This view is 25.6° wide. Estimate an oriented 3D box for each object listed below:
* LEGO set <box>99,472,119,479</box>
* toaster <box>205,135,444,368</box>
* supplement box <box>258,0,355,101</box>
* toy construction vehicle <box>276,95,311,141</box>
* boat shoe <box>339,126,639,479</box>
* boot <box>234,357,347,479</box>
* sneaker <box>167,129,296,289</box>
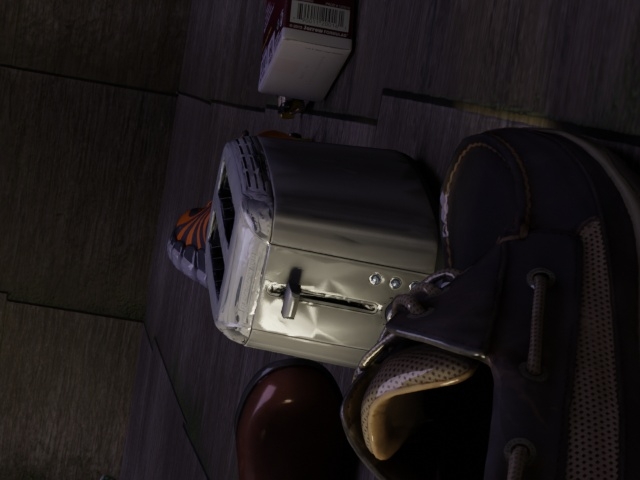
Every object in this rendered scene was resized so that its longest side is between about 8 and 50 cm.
[{"bbox_3d":[-0.141,0.347,1.295,0.060,0.244,0.182,-19,44,57],"label":"LEGO set"},{"bbox_3d":[0.000,0.000,1.006,0.227,0.146,0.129,-106,28,-64],"label":"toaster"},{"bbox_3d":[-0.008,-0.277,1.425,0.130,0.073,0.239,126,151,-67],"label":"supplement box"},{"bbox_3d":[-0.027,-0.120,1.521,0.098,0.035,0.086,131,135,-74],"label":"toy construction vehicle"},{"bbox_3d":[0.082,0.057,0.606,0.355,0.130,0.132,-98,20,-54],"label":"boat shoe"},{"bbox_3d":[-0.018,0.261,1.044,0.280,0.096,0.264,-104,25,-59],"label":"boot"},{"bbox_3d":[-0.067,-0.031,1.476,0.321,0.124,0.180,-145,68,-65],"label":"sneaker"}]
